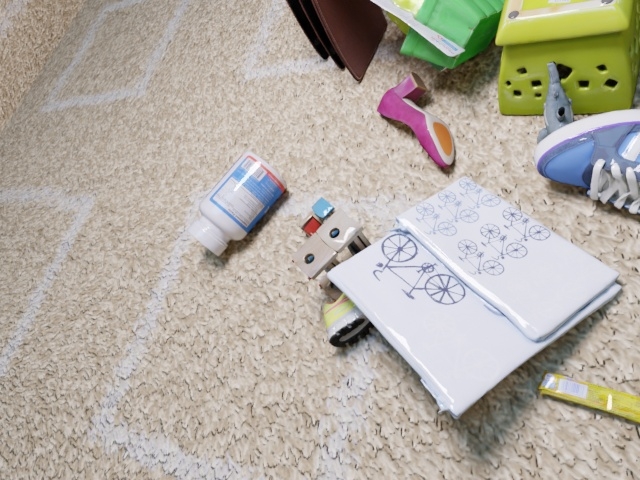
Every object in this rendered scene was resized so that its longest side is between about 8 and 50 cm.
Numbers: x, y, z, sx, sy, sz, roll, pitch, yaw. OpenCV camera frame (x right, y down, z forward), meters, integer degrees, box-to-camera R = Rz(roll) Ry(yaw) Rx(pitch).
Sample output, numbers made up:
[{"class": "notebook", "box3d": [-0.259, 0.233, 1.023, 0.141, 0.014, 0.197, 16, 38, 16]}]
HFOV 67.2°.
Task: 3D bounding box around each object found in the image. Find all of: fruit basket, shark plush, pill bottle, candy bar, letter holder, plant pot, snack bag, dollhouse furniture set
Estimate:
[{"class": "fruit basket", "box3d": [0.196, -0.504, 1.001, 0.353, 0.165, 0.327, 36, 47, 17]}, {"class": "shark plush", "box3d": [0.413, -0.220, 0.817, 0.073, 0.161, 0.067, 2, 26, 19]}, {"class": "pill bottle", "box3d": [-0.188, -0.078, 1.069, 0.221, 0.124, 0.124, -50, 51, -5]}, {"class": "candy bar", "box3d": [0.380, 0.214, 0.652, 0.161, 0.018, 0.040, 10, 64, 33]}, {"class": "letter holder", "box3d": [0.009, -0.538, 1.119, 0.152, 0.302, 0.214, 10, 68, 33]}, {"class": "plant pot", "box3d": [0.436, -0.377, 0.852, 0.228, 0.207, 0.227, 6, 66, 32]}, {"class": "snack bag", "box3d": [0.219, 0.055, 0.755, 0.342, 0.037, 0.323, -30, 50, -16]}, {"class": "dollhouse furniture set", "box3d": [0.000, 0.000, 0.915, 0.129, 0.129, 0.184, -45, 52, -2]}]

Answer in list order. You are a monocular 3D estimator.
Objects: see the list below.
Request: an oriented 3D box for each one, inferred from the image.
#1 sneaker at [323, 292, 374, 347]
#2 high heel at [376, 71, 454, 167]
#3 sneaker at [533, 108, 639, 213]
[{"class": "sneaker", "box3d": [0.087, 0.094, 0.846, 0.208, 0.081, 0.094, -33, 45, 6]}, {"class": "high heel", "box3d": [0.190, -0.227, 0.998, 0.117, 0.082, 0.244, -40, 59, 39]}, {"class": "sneaker", "box3d": [0.482, -0.061, 0.686, 0.323, 0.130, 0.236, -1, 58, 22]}]
